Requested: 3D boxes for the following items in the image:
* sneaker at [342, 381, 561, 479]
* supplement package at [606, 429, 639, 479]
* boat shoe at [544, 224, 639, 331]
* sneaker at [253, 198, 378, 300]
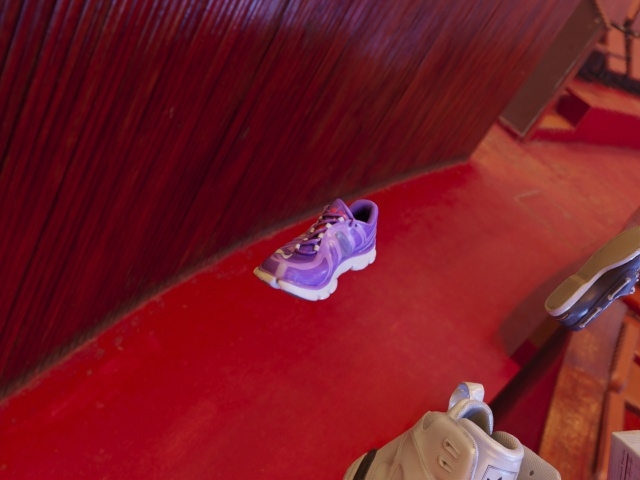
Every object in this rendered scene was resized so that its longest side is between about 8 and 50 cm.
[{"bbox_3d":[0.126,0.304,0.683,0.137,0.210,0.366,25,27,-22],"label":"sneaker"},{"bbox_3d":[0.602,0.413,1.147,0.261,0.204,0.145,-2,14,-10],"label":"supplement package"},{"bbox_3d":[0.428,0.055,1.075,0.065,0.206,0.075,46,12,-12],"label":"boat shoe"},{"bbox_3d":[0.000,0.000,0.672,0.068,0.071,0.170,23,29,22],"label":"sneaker"}]
